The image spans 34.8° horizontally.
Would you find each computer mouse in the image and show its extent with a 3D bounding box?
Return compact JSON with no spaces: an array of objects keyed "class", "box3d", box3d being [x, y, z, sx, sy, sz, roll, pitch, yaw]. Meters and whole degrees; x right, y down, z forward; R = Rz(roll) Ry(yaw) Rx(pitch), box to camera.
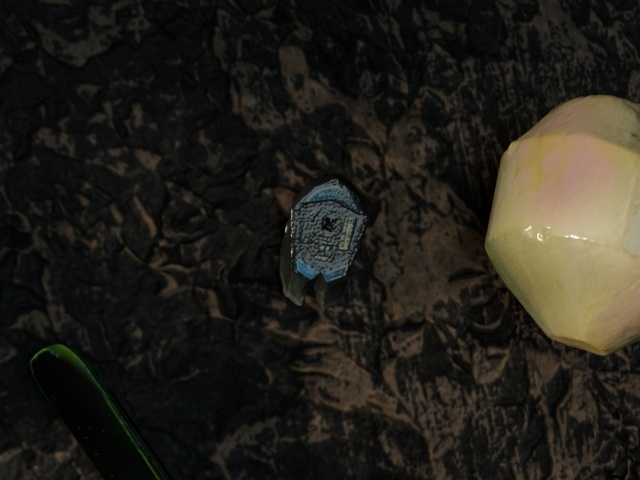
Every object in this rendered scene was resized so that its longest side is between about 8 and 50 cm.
[{"class":"computer mouse","box3d":[0.000,0.000,0.991,0.079,0.047,0.135,9,94,-15]}]

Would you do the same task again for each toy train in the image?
[{"class":"toy train","box3d":[-0.179,0.174,0.887,0.044,0.042,0.209,-32,102,-4]}]

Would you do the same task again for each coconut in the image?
[{"class":"coconut","box3d":[0.291,-0.008,1.042,0.259,0.259,0.259,2,86,-28]}]
